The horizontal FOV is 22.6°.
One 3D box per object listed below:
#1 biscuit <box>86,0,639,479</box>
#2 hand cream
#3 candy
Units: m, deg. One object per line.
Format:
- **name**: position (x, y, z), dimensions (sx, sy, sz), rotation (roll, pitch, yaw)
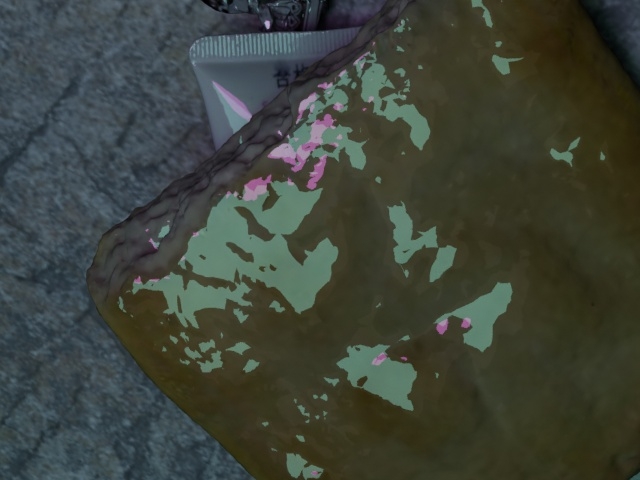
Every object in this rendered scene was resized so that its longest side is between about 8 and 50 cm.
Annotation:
- **biscuit**: position (0.082, 0.043, 1.214), dimensions (0.429, 0.104, 0.446), rotation (-34, 105, 7)
- **hand cream**: position (0.000, 0.000, 1.302), dimensions (0.186, 0.118, 0.358), rotation (-3, 112, 0)
- **candy**: position (-0.089, -0.230, 1.252), dimensions (0.226, 0.051, 0.094), rotation (43, 121, -3)
